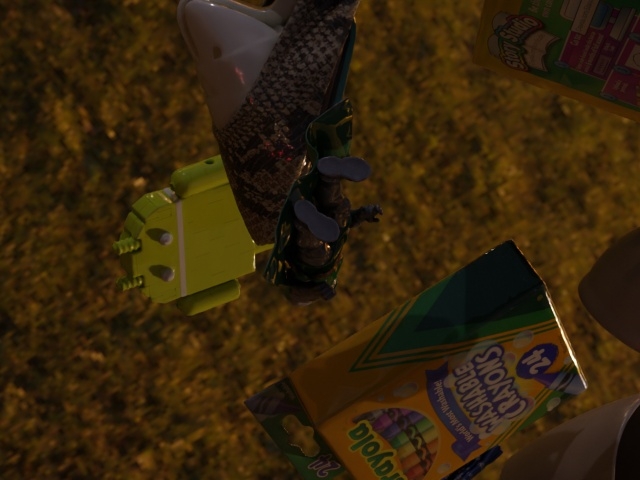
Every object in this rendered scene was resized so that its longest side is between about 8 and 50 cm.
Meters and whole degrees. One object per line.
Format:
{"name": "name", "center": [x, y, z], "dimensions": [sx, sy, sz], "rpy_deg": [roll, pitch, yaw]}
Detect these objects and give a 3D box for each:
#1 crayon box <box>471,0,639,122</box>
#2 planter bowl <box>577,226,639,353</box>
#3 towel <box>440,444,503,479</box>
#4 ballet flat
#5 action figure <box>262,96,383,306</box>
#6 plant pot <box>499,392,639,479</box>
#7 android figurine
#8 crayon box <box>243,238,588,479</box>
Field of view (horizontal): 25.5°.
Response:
{"name": "crayon box", "center": [0.317, -0.223, 1.354], "dimensions": [0.313, 0.106, 0.363], "rpy_deg": [21, -11, 6]}
{"name": "planter bowl", "center": [0.347, 0.040, 1.370], "dimensions": [0.162, 0.109, 0.162], "rpy_deg": [21, 25, -10]}
{"name": "towel", "center": [0.071, 0.361, 1.818], "dimensions": [0.336, 0.243, 0.040], "rpy_deg": [-36, 89, -19]}
{"name": "ballet flat", "center": [-0.016, -0.236, 1.209], "dimensions": [0.182, 0.482, 0.164], "rpy_deg": [21, 15, -19]}
{"name": "action figure", "center": [0.000, 0.000, 1.044], "dimensions": [0.064, 0.137, 0.232], "rpy_deg": [28, -14, 6]}
{"name": "plant pot", "center": [0.374, 0.333, 1.880], "dimensions": [0.257, 0.274, 0.256], "rpy_deg": [9, 74, -36]}
{"name": "android figurine", "center": [-0.175, -0.005, 2.025], "dimensions": [0.273, 0.248, 0.056], "rpy_deg": [-19, 39, -30]}
{"name": "crayon box", "center": [0.107, 0.163, 1.489], "dimensions": [0.083, 0.323, 0.203], "rpy_deg": [59, 0, 43]}
